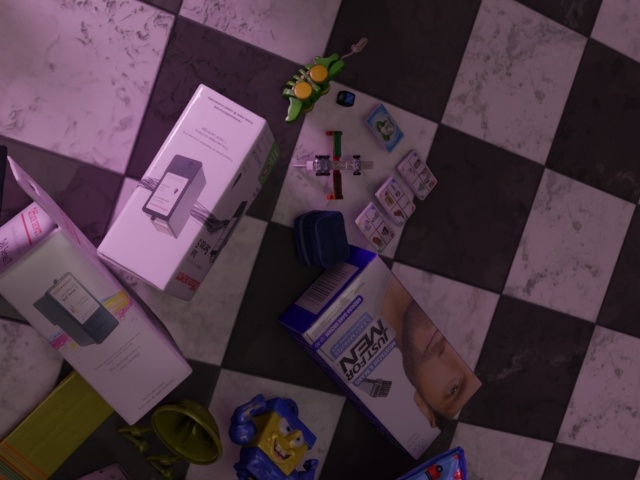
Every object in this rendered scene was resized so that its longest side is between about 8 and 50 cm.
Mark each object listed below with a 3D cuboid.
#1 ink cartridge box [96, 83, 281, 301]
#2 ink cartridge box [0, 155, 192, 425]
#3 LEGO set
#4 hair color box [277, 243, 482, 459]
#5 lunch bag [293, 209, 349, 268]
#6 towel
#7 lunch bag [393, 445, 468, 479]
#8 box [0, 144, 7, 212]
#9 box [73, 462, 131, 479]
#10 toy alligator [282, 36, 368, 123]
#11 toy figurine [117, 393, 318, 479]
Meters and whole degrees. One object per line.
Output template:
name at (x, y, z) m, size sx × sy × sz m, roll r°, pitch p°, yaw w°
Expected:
ink cartridge box at (-0.180, -0.058, 1.395) m, size 0.115 × 0.198 × 0.273 m, roll 30°, pitch 85°, yaw 7°
ink cartridge box at (-0.346, 0.065, 1.341) m, size 0.119 × 0.207 × 0.353 m, roll -40°, pitch 115°, yaw -6°
LEGO set at (0.071, -0.125, 1.621) m, size 0.182 × 0.060 × 0.244 m, roll -51°, pitch 119°, yaw -23°
hair color box at (0.106, 0.191, 1.656) m, size 0.185 × 0.110 × 0.339 m, roll -47°, pitch 118°, yaw -12°
lunch bag at (0.000, 0.000, 1.586) m, size 0.067 × 0.065 × 0.098 m, roll -21°, pitch 109°, yaw -38°
towel at (-0.420, 0.303, 1.463) m, size 0.237 × 0.021 × 0.102 m, roll -46°, pitch 122°, yaw -13°
lunch bag at (0.109, 0.483, 1.660) m, size 0.293 × 0.221 × 0.138 m, roll -14°, pitch 63°, yaw -15°
box at (-0.568, 0.032, 1.153) m, size 0.312 × 0.179 × 0.343 m, roll 11°, pitch 98°, yaw 15°
box at (-0.332, 0.485, 1.482) m, size 0.148 × 0.127 × 0.232 m, roll -20°, pitch 108°, yaw -24°
toy alligator at (-0.004, -0.264, 1.539) m, size 0.051 × 0.056 × 0.190 m, roll 39°, pitch 80°, yaw 13°
toy figurine at (-0.119, 0.328, 1.583) m, size 0.362 × 0.191 × 0.217 m, roll 50°, pitch 47°, yaw -19°
